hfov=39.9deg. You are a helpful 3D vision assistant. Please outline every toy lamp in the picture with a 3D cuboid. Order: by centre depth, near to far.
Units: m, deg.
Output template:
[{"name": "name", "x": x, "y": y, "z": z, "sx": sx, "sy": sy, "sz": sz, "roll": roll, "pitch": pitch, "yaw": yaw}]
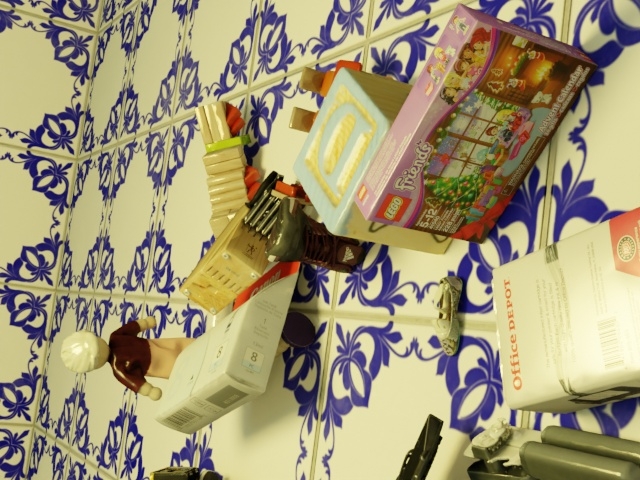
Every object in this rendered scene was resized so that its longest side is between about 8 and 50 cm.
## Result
[{"name": "toy lamp", "x": -0.110, "y": 0.225, "z": 1.674, "sx": 0.274, "sy": 0.080, "sz": 0.080, "roll": -46, "pitch": 43, "yaw": 44}]

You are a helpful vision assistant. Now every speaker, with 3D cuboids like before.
[{"name": "speaker", "x": -0.218, "y": 0.158, "z": 1.906, "sx": 0.055, "sy": 0.055, "sz": 0.136, "roll": -18, "pitch": 66, "yaw": 57}]

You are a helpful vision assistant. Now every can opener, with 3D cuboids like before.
[{"name": "can opener", "x": 0.275, "y": 0.259, "z": 1.021, "sx": 0.280, "sy": 0.074, "sz": 0.093, "roll": -13, "pitch": 104, "yaw": 60}]

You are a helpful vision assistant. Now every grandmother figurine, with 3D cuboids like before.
[{"name": "grandmother figurine", "x": -0.371, "y": 0.249, "z": 1.849, "sx": 0.104, "sy": 0.342, "sz": 0.208, "roll": -62, "pitch": 33, "yaw": 27}]

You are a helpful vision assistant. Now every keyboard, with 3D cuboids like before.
[{"name": "keyboard", "x": 0.103, "y": 0.384, "z": 1.214, "sx": 0.201, "sy": 0.033, "sz": 0.317, "roll": -53, "pitch": -15, "yaw": -73}]

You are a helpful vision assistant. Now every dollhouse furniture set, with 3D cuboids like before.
[{"name": "dollhouse furniture set", "x": 0.019, "y": -0.184, "z": 1.527, "sx": 0.262, "sy": 0.135, "sz": 0.259, "roll": 26, "pitch": 103, "yaw": 60}]

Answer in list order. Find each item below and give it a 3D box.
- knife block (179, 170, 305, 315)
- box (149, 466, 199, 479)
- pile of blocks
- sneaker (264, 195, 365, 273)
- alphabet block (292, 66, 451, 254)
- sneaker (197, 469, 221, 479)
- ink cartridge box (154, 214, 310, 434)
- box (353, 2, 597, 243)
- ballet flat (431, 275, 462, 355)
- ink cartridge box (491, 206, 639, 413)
[{"name": "knife block", "x": -0.138, "y": -0.009, "z": 1.706, "sx": 0.276, "sy": 0.088, "sz": 0.242, "roll": -40, "pitch": 17, "yaw": 44}, {"name": "box", "x": -0.285, "y": 0.612, "z": 1.722, "sx": 0.257, "sy": 0.079, "sz": 0.322, "roll": 110, "pitch": 160, "yaw": -78}, {"name": "pile of blocks", "x": -0.180, "y": -0.147, "z": 1.921, "sx": 0.113, "sy": 0.149, "sz": 0.362, "roll": -12, "pitch": 74, "yaw": 12}, {"name": "sneaker", "x": 0.000, "y": 0.000, "z": 1.455, "sx": 0.281, "sy": 0.162, "sz": 0.106, "roll": -104, "pitch": 34, "yaw": -86}, {"name": "alphabet block", "x": 0.105, "y": -0.115, "z": 1.294, "sx": 0.192, "sy": 0.197, "sz": 0.193, "roll": -62, "pitch": 34, "yaw": 27}, {"name": "sneaker", "x": -0.168, "y": 0.527, "z": 1.701, "sx": 0.097, "sy": 0.084, "sz": 0.234, "roll": -43, "pitch": 41, "yaw": 11}, {"name": "ink cartridge box", "x": -0.164, "y": 0.148, "z": 1.670, "sx": 0.308, "sy": 0.091, "sz": 0.385, "roll": -39, "pitch": 30, "yaw": 49}, {"name": "box", "x": 0.196, "y": -0.138, "z": 1.140, "sx": 0.293, "sy": 0.201, "sz": 0.057, "roll": -62, "pitch": 33, "yaw": 28}, {"name": "ballet flat", "x": 0.176, "y": 0.106, "z": 1.255, "sx": 0.041, "sy": 0.041, "sz": 0.114, "roll": -9, "pitch": 73, "yaw": 59}, {"name": "ink cartridge box", "x": 0.310, "y": 0.084, "z": 0.968, "sx": 0.237, "sy": 0.100, "sz": 0.172, "roll": -31, "pitch": 54, "yaw": 51}]
